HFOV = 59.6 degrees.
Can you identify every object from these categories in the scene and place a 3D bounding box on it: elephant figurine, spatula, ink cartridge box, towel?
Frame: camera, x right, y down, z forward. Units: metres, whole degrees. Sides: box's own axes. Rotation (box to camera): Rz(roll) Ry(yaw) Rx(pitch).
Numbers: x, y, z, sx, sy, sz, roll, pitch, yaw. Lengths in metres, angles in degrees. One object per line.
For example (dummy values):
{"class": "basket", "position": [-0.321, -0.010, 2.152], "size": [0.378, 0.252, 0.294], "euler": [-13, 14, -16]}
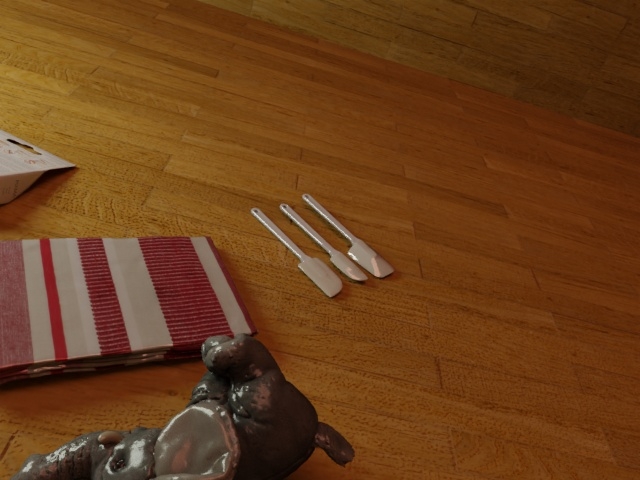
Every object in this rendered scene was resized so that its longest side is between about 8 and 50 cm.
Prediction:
{"class": "elephant figurine", "position": [-0.128, 0.216, 0.536], "size": [0.239, 0.186, 0.169], "euler": [-40, 108, -40]}
{"class": "spatula", "position": [0.000, 0.000, 0.990], "size": [0.168, 0.019, 0.242], "euler": [-21, 50, -37]}
{"class": "ink cartridge box", "position": [-0.535, -0.121, 0.877], "size": [0.180, 0.056, 0.224], "euler": [25, 16, 8]}
{"class": "towel", "position": [-0.271, 0.073, 0.738], "size": [0.328, 0.037, 0.237], "euler": [-2, 38, -31]}
